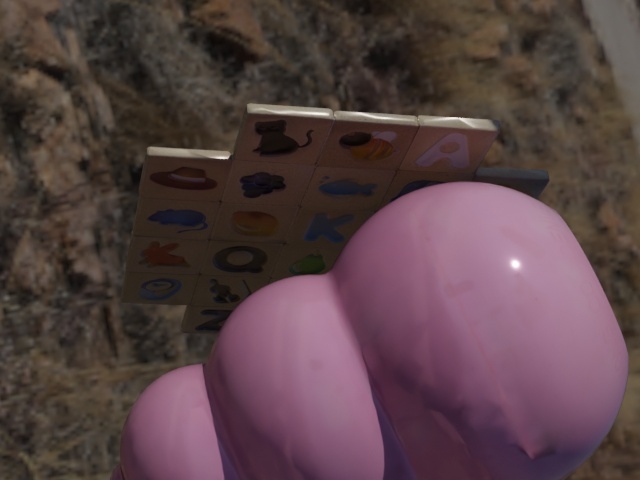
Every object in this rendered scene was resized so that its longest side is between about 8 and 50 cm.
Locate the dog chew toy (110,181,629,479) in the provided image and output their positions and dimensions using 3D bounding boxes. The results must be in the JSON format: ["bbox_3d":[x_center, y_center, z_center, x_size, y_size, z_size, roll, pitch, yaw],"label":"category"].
[{"bbox_3d":[0.022,0.100,0.823,0.206,0.331,0.207,-25,90,-86],"label":"dog chew toy"}]

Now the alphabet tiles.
[{"bbox_3d":[0.000,0.000,0.973,0.342,0.285,0.011,114,-25,-59],"label":"alphabet tiles"}]
